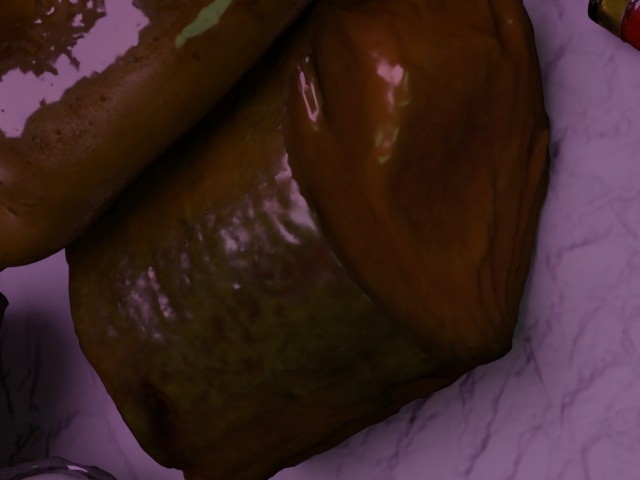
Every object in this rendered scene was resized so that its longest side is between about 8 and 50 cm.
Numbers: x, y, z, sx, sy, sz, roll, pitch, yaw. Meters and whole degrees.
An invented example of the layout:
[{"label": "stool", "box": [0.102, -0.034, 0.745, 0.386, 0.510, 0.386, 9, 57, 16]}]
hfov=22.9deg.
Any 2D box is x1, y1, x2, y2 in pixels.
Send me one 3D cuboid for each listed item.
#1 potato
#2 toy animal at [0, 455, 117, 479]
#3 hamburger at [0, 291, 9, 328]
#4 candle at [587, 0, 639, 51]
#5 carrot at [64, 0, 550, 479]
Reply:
[{"label": "potato", "box": [-0.139, -0.122, 0.903, 0.369, 0.176, 0.195, -37, 20, 12]}, {"label": "toy animal", "box": [-0.142, 0.278, 1.039, 0.325, 0.208, 0.154, -124, 27, -47]}, {"label": "hamburger", "box": [-0.336, 0.152, 1.148, 0.265, 0.134, 0.285, 140, 148, -67]}, {"label": "candle", "box": [0.228, -0.125, 0.974, 0.130, 0.052, 0.052, 40, 102, 29]}, {"label": "carrot", "box": [0.000, 0.000, 0.979, 0.340, 0.241, 0.242, -34, 66, 23]}]
